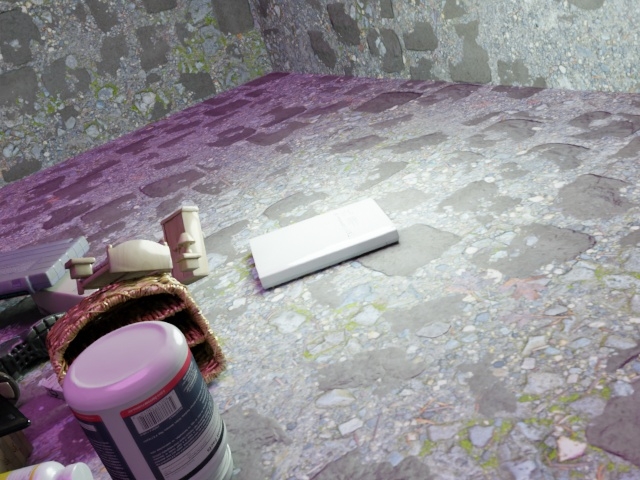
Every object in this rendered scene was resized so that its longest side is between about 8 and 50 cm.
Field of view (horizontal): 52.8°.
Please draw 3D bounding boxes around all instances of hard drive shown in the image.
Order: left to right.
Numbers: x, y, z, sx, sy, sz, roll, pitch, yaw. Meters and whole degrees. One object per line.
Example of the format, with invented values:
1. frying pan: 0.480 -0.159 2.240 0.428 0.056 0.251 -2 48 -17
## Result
1. hard drive: 0.000 0.000 1.657 0.353 0.047 0.233 -19 26 -4

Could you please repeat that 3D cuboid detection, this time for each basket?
1. basket: -0.374 0.211 1.290 0.299 0.213 0.223 -28 27 -19

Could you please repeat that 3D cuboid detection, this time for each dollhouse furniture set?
1. dollhouse furniture set: -0.454 0.025 1.479 0.355 0.174 0.303 -2 -17 -42

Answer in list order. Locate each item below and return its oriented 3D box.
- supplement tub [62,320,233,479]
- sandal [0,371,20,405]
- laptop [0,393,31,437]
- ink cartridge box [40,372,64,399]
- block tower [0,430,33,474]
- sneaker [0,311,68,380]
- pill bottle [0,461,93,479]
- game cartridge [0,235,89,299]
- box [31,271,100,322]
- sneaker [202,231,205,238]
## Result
1. supplement tub: -0.260 0.283 1.011 0.191 0.272 0.191 -14 26 7
2. sandal: -0.806 0.348 1.414 0.302 0.120 0.086 -16 12 5
3. laptop: -0.737 0.447 1.115 0.408 0.236 0.382 -15 10 -37
4. ink cartridge box: -0.566 0.317 1.410 0.083 0.028 0.048 3 33 35
5. block tower: -0.618 0.449 1.119 0.091 0.097 0.335 -13 28 9
6. sneaker: -0.711 0.251 1.550 0.267 0.101 0.106 -36 29 -33
7. pill bottle: -0.475 0.425 1.061 0.184 0.103 0.103 -15 26 4
8. game cartridge: -0.848 0.089 1.786 0.355 0.068 0.230 -11 29 13
9. box: -0.645 0.147 1.718 0.275 0.094 0.113 3 32 37
10. sneaker: -0.409 0.021 1.845 0.084 0.070 0.185 -5 29 35
